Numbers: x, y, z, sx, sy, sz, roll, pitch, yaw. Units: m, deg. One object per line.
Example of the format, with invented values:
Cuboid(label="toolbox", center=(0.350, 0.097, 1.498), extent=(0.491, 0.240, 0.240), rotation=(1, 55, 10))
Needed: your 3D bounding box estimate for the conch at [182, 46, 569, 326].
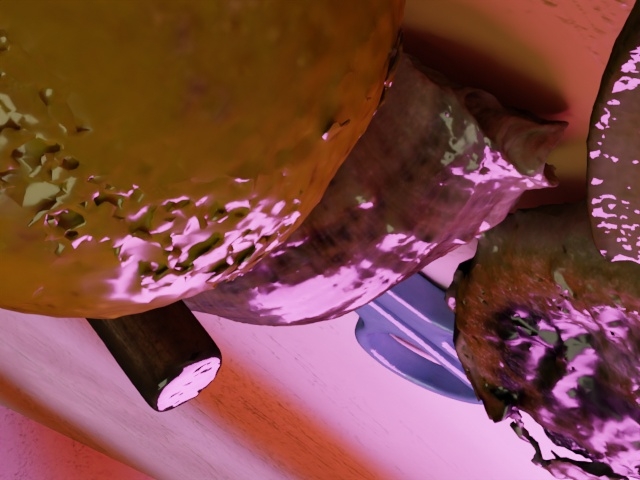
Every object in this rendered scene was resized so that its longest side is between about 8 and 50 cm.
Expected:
Cuboid(label="conch", center=(-0.029, -0.030, 0.802), extent=(0.291, 0.159, 0.210), rotation=(16, 144, 19))

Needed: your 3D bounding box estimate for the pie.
Cuboid(label="pie", center=(0.223, 0.103, 0.861), extent=(0.371, 0.078, 0.296), rotation=(30, 151, 29))

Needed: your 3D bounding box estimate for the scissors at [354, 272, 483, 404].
Cuboid(label="scissors", center=(0.000, 0.000, 1.048), extent=(0.447, 0.029, 0.192), rotation=(39, 157, -32))

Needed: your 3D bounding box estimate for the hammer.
Cuboid(label="hammer", center=(-0.194, -0.091, 0.759), extent=(0.440, 0.044, 0.168), rotation=(49, 165, 20))

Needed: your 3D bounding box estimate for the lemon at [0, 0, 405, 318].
Cuboid(label="lemon", center=(-0.110, -0.110, 0.569), extent=(0.310, 0.258, 0.258), rotation=(39, 157, -20))

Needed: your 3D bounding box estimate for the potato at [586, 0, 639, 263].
Cuboid(label="potato", center=(0.225, -0.062, 0.496), extent=(0.269, 0.112, 0.255), rotation=(16, 154, 22))
